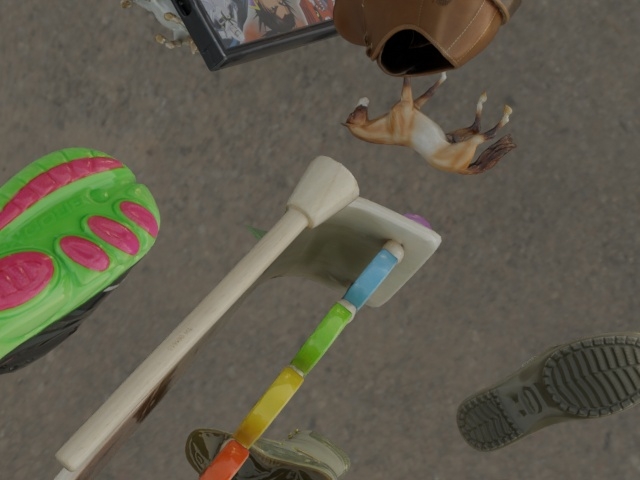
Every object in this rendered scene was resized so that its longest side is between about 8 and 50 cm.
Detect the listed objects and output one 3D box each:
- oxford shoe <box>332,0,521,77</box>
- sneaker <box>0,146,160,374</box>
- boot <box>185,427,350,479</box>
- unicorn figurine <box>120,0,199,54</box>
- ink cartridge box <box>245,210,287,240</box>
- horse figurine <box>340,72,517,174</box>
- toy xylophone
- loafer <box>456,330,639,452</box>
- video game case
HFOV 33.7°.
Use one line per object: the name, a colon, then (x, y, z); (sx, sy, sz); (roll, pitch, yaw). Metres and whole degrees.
oxford shoe: (0.052, -0.152, 0.748); (0.076, 0.212, 0.076); (37, 84, -22)
sneaker: (-0.350, 0.089, 0.942); (0.482, 0.202, 0.185); (-28, 71, -35)
boot: (-0.069, 0.302, 1.474); (0.213, 0.165, 0.077); (16, 97, 11)
unicorn figurine: (-0.190, -0.291, 1.307); (0.162, 0.060, 0.111); (62, 27, 2)
ink cartridge box: (0.000, 0.000, 1.642); (0.209, 0.109, 0.062); (18, 107, -34)
horse figurine: (0.187, -0.182, 1.679); (0.263, 0.066, 0.174); (32, 100, -8)
toy xylophone: (-0.053, 0.088, 0.558); (0.081, 0.236, 0.323); (38, 70, 2)
loafer: (0.292, 0.175, 1.290); (0.102, 0.268, 0.092); (66, 25, 1)
video game case: (-0.087, -0.333, 1.215); (0.275, 0.035, 0.248); (-28, 88, -48)
